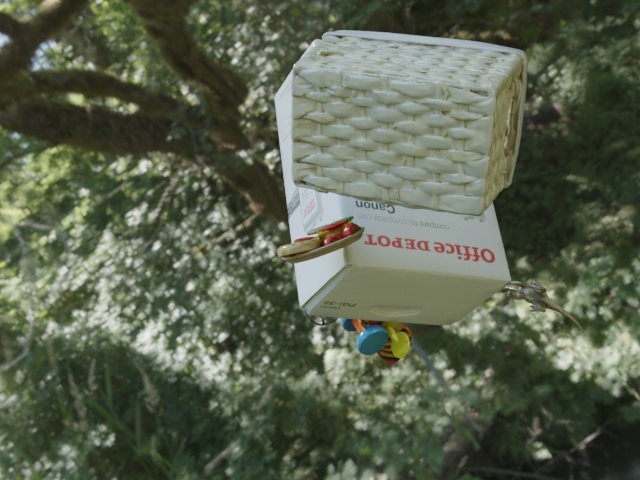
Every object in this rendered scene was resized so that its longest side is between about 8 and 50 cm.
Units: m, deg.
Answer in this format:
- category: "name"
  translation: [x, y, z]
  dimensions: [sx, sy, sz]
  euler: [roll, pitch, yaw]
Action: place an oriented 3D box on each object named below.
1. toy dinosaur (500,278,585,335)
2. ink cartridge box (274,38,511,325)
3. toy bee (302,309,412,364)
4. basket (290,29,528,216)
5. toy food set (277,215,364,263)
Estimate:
- category: "toy dinosaur"
  translation: [0.381, 0.102, 1.464]
  dimensions: [0.053, 0.183, 0.093]
  euler: [-65, -25, 1]
- category: "ink cartridge box"
  translation: [0.075, -0.062, 0.937]
  dimensions: [0.207, 0.283, 0.117]
  euler: [6, -30, -26]
- category: "toy bee"
  translation: [0.121, 0.158, 1.737]
  dimensions: [0.162, 0.195, 0.298]
  euler: [-44, -22, 10]
- category: "basket"
  translation: [0.064, -0.091, 0.648]
  dimensions: [0.167, 0.113, 0.103]
  euler: [11, 29, 19]
- category: "toy food set"
  translation: [0.000, 0.000, 0.769]
  dimensions: [0.083, 0.020, 0.082]
  euler: [-21, 6, 0]
